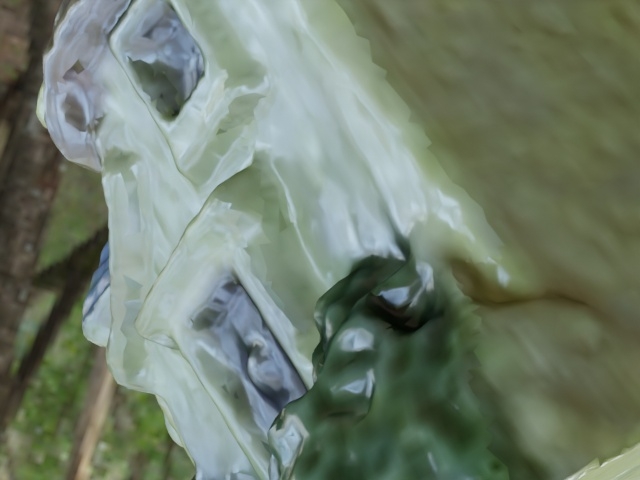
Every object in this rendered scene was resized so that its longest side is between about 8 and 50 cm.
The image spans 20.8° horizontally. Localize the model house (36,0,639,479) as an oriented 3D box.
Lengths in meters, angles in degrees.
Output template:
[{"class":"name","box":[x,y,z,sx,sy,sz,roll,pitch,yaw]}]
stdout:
[{"class":"model house","box":[0.000,0.000,0.565,0.261,0.266,0.321,-19,160,-36]}]
